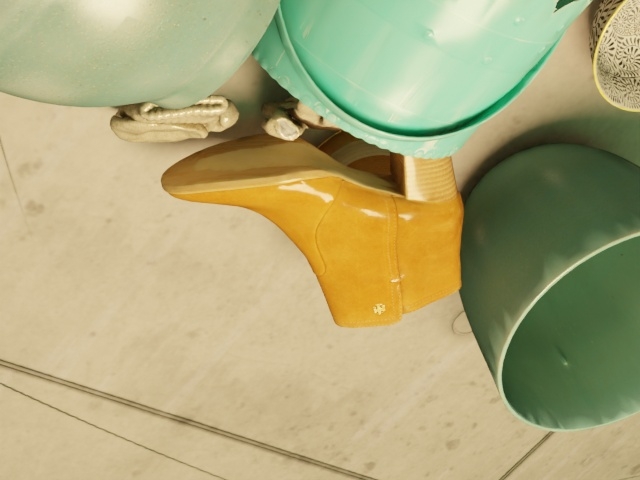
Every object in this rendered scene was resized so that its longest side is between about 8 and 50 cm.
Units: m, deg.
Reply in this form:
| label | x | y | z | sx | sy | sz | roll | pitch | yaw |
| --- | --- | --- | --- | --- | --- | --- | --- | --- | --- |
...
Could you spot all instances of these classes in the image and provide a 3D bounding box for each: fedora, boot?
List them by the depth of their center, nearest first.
| label | x | y | z | sx | sy | sz | roll | pitch | yaw |
| --- | --- | --- | --- | --- | --- | --- | --- | --- | --- |
| boot | 0.001 | -0.001 | 1.123 | 0.295 | 0.104 | 0.211 | -8 | 121 | -5 |
| fedora | 0.066 | -0.041 | 1.219 | 0.194 | 0.079 | 0.194 | -12 | 132 | -14 |

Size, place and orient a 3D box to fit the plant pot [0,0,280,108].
| label | x | y | z | sx | sy | sz | roll | pitch | yaw |
| --- | --- | --- | --- | --- | --- | --- | --- | --- | --- |
| plant pot | -0.148 | -0.216 | 0.829 | 0.196 | 0.293 | 0.293 | 30 | 112 | -37 |

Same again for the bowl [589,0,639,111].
| label | x | y | z | sx | sy | sz | roll | pitch | yaw |
| --- | --- | --- | --- | --- | --- | --- | --- | --- | --- |
| bowl | 0.346 | -0.228 | 1.180 | 0.170 | 0.080 | 0.170 | -12 | 132 | -13 |

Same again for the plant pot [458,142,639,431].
| label | x | y | z | sx | sy | sz | roll | pitch | yaw |
| --- | --- | --- | --- | --- | --- | --- | --- | --- | --- |
| plant pot | 0.283 | 0.029 | 1.264 | 0.293 | 0.235 | 0.293 | -12 | 132 | -14 |

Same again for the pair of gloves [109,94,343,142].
| label | x | y | z | sx | sy | sz | roll | pitch | yaw |
| --- | --- | --- | --- | --- | --- | --- | --- | --- | --- |
| pair of gloves | -0.069 | -0.111 | 1.029 | 0.240 | 0.204 | 0.042 | -4 | 95 | -21 |

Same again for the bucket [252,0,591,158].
| label | x | y | z | sx | sy | sz | roll | pitch | yaw |
| --- | --- | --- | --- | --- | --- | --- | --- | --- | --- |
| bucket | 0.072 | -0.213 | 0.956 | 0.281 | 0.281 | 0.183 | 13 | 126 | -31 |
